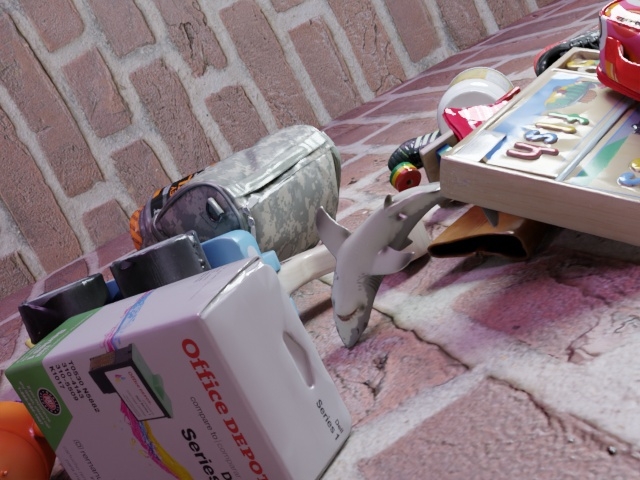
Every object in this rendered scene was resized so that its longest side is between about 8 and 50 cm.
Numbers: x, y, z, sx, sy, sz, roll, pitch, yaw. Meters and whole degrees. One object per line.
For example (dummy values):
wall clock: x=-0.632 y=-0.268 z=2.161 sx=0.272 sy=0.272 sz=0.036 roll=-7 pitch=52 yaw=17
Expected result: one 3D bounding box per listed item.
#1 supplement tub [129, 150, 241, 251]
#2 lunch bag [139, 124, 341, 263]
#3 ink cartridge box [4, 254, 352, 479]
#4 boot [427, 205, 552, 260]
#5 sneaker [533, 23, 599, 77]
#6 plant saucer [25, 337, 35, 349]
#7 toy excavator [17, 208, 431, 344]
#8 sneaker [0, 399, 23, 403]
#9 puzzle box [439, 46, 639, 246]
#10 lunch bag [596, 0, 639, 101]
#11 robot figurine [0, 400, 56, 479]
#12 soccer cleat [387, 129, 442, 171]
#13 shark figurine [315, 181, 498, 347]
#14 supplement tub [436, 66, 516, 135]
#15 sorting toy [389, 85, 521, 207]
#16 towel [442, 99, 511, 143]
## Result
supplement tub: x=-0.255 y=-0.057 z=2.007 sx=0.316 sy=0.193 sz=0.193 roll=-24 pitch=13 yaw=20
lunch bag: x=-0.116 y=-0.041 z=1.443 sx=0.305 sy=0.212 sz=0.256 roll=-39 pitch=-13 yaw=-47
ink cartridge box: x=-0.140 y=0.155 z=0.878 sx=0.278 sy=0.201 sz=0.117 roll=-18 pitch=16 yaw=34
boot: x=0.240 y=-0.050 z=1.235 sx=0.264 sy=0.096 sz=0.280 roll=6 pitch=38 yaw=46
sneaker: x=0.568 y=-0.393 z=1.867 sx=0.276 sy=0.097 sz=0.135 roll=-22 pitch=13 yaw=30
plant saucer: x=-0.361 y=0.148 z=1.659 sx=0.333 sy=0.081 sz=0.333 roll=-33 pitch=14 yaw=-21
toy excavator: x=-0.097 y=0.070 z=1.190 sx=0.433 sy=0.222 sz=0.445 roll=-21 pitch=5 yaw=21
sneaker: x=-0.471 y=0.266 z=1.390 sx=0.170 sy=0.071 sz=0.068 roll=-39 pitch=-6 yaw=-45
puzzle box: x=0.354 y=-0.127 z=1.064 sx=0.272 sy=0.052 sz=0.409 roll=17 pitch=37 yaw=30
lunch bag: x=0.459 y=-0.207 z=1.015 sx=0.258 sy=0.120 sz=0.293 roll=-16 pitch=33 yaw=-16
robot figurine: x=-0.394 y=0.277 z=1.101 sx=0.158 sy=0.128 sz=0.219 roll=-8 pitch=9 yaw=-9
soccer cleat: x=0.223 y=-0.188 z=1.857 sx=0.179 sy=0.060 sz=0.072 roll=-27 pitch=25 yaw=1
shark figurine: x=0.112 y=-0.011 z=1.099 sx=0.278 sy=0.166 sz=0.116 roll=-39 pitch=-28 yaw=19
supplement tub: x=0.300 y=-0.247 z=1.720 sx=0.144 sy=0.144 sz=0.199 roll=-22 pitch=14 yaw=21
sorting toy: x=0.245 y=-0.129 z=1.440 sx=0.275 sy=0.132 sz=0.046 roll=-35 pitch=48 yaw=-8
towel: x=0.316 y=-0.158 z=1.212 sx=0.275 sy=0.031 sz=0.199 roll=-10 pitch=29 yaw=0
